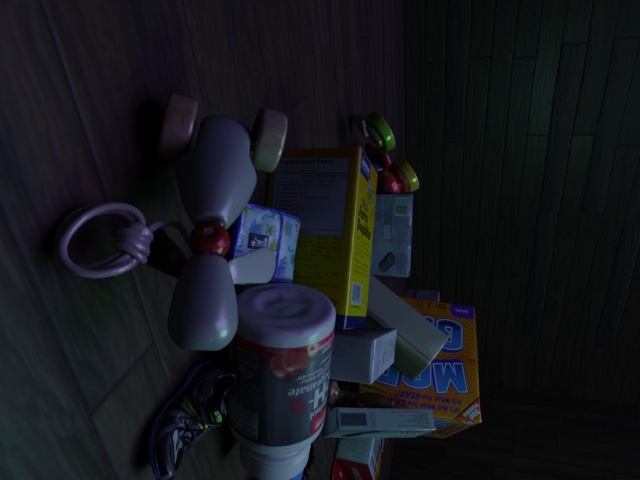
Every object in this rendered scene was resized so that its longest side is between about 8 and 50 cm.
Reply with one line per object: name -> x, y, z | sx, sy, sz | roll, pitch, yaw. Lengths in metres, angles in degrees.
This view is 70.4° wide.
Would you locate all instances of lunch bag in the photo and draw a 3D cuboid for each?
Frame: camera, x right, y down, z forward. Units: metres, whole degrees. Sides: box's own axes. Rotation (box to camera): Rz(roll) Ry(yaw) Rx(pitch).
lunch bag -> -0.108, 0.006, 0.815 | 0.151, 0.096, 0.129 | 18, 78, -58

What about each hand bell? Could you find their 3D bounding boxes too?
hand bell -> 0.076, 0.416, 1.216 | 0.126, 0.241, 0.126 | 3, 90, -73

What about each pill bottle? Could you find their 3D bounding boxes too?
pill bottle -> -0.073, 0.250, 0.792 | 0.176, 0.176, 0.319 | -46, 144, -64

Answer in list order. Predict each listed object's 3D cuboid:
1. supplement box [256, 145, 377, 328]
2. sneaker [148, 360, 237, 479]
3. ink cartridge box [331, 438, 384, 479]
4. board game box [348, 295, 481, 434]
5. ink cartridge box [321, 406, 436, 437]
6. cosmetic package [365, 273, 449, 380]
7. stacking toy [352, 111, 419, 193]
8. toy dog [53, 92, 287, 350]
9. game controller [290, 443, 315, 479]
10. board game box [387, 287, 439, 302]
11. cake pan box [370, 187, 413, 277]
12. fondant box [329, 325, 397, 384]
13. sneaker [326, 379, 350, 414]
supplement box -> 0.000, 0.000, 0.974 | 0.195, 0.193, 0.357 | 29, 66, -71
sneaker -> -0.177, 0.249, 0.646 | 0.188, 0.078, 0.067 | -62, 150, -53
ink cartridge box -> 0.151, 0.816, 1.720 | 0.310, 0.129, 0.272 | 74, 27, -47
board game box -> 0.284, 0.423, 1.504 | 0.356, 0.355, 0.357 | 98, 0, -59
ink cartridge box -> 0.133, 0.508, 1.235 | 0.239, 0.274, 0.060 | 119, -27, -53
cosmetic package -> 0.193, 0.241, 1.303 | 0.113, 0.309, 0.160 | -42, 160, -28
stacking toy -> 0.165, -0.270, 1.506 | 0.280, 0.130, 0.309 | 59, -5, -22
toy dog -> -0.145, -0.029, 0.575 | 0.334, 0.220, 0.161 | -67, -174, -31
game controller -> -0.086, 0.580, 1.022 | 0.319, 0.067, 0.167 | 15, 79, -72
board game box -> 0.382, 0.315, 2.074 | 0.224, 0.302, 0.098 | -51, 141, -61
cake pan box -> 0.158, -0.027, 1.397 | 0.070, 0.245, 0.267 | -31, 122, -74
fondant box -> 0.040, 0.252, 1.077 | 0.330, 0.238, 0.096 | 19, 74, -72
sneaker -> 0.056, 0.425, 1.431 | 0.162, 0.106, 0.282 | 41, 59, -81
